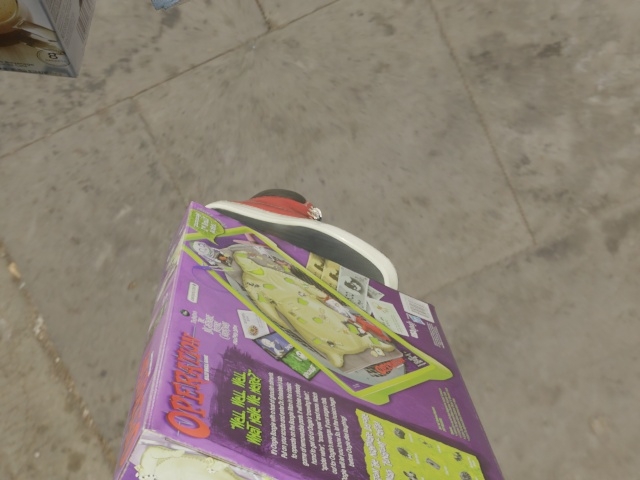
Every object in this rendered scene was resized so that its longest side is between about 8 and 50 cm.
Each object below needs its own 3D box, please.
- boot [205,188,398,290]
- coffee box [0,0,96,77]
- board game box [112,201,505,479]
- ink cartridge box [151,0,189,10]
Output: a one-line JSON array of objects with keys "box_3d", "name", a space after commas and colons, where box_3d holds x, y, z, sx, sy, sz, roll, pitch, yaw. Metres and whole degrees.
[{"box_3d": [0.000, 0.000, 1.211, 0.244, 0.176, 0.088, 21, 109, 21], "name": "boot"}, {"box_3d": [-0.325, -0.276, 0.955, 0.168, 0.297, 0.119, 6, 70, 4], "name": "coffee box"}, {"box_3d": [-0.003, 0.083, 0.634, 0.208, 0.347, 0.056, 28, 105, -11], "name": "board game box"}, {"box_3d": [-0.148, -0.431, 1.148, 0.211, 0.121, 0.289, -20, 100, 39], "name": "ink cartridge box"}]
